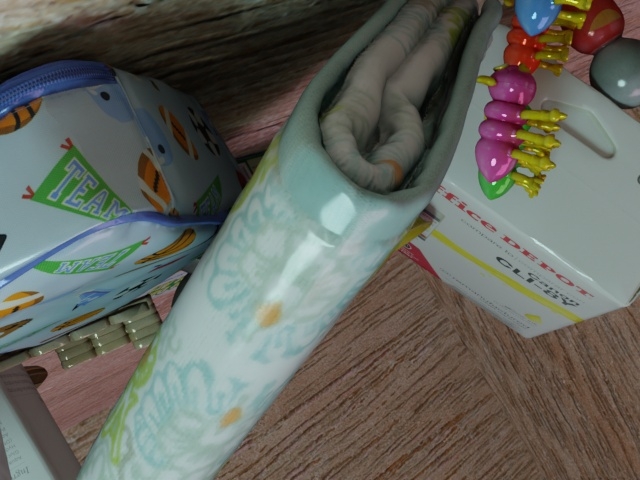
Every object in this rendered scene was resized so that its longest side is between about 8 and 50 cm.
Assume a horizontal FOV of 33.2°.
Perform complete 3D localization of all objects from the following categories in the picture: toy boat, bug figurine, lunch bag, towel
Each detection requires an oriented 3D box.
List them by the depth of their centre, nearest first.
[{"bbox_3d":[-0.179,-0.001,0.640,0.243,0.115,0.303,-29,175,11],"label":"lunch bag"},{"bbox_3d":[-0.007,0.000,0.716,0.320,0.090,0.374,-58,179,32],"label":"towel"},{"bbox_3d":[0.165,-0.142,0.862,0.072,0.216,0.279,12,179,8],"label":"bug figurine"},{"bbox_3d":[0.348,-0.250,0.945,0.318,0.148,0.267,-36,172,41],"label":"toy boat"}]

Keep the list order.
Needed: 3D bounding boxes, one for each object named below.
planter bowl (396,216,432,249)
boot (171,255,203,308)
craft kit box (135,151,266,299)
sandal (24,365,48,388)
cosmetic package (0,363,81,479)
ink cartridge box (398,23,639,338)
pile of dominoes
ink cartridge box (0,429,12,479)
[{"bbox_3d":[0.000,0.000,1.098,0.217,0.090,0.217,-30,174,-3],"label":"planter bowl"},{"bbox_3d":[-0.122,0.015,0.944,0.189,0.076,0.208,-44,156,21],"label":"boot"},{"bbox_3d":[-0.096,-0.021,1.154,0.247,0.061,0.250,-32,174,37],"label":"craft kit box"},{"bbox_3d":[-0.390,0.158,1.259,0.072,0.049,0.180,-38,157,19],"label":"sandal"},{"bbox_3d":[-0.299,0.280,1.045,0.156,0.385,0.217,-29,174,-9],"label":"cosmetic package"},{"bbox_3d":[0.204,-0.044,1.177,0.160,0.279,0.384,-54,177,-10],"label":"ink cartridge box"},{"bbox_3d":[-0.248,0.110,0.875,0.251,0.040,0.196,-23,-177,-10],"label":"pile of dominoes"},{"bbox_3d":[-0.339,0.183,0.689,0.197,0.114,0.273,-17,169,3],"label":"ink cartridge box"}]
